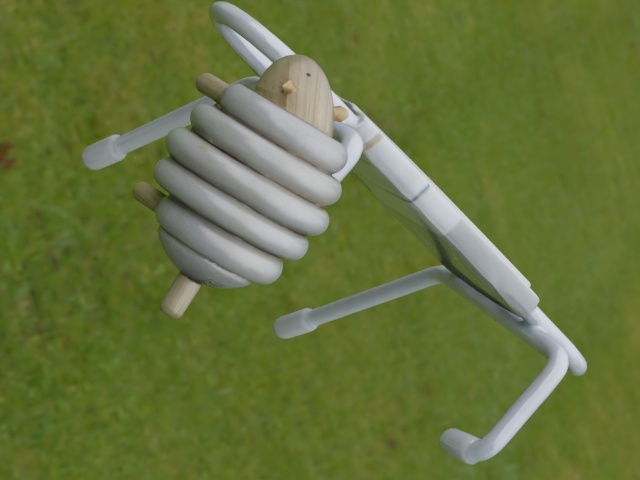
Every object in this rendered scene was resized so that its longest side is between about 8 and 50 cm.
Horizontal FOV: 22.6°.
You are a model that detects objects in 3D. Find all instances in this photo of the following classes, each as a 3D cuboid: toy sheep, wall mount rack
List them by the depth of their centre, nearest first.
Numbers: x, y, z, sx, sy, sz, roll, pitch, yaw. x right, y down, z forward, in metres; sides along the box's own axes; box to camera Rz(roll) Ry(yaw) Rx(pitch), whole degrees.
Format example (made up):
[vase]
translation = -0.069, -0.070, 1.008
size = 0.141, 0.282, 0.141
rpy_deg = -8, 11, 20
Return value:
[toy sheep]
translation = -0.036, -0.024, 0.719
size = 0.091, 0.132, 0.091
rpy_deg = 27, 6, -3
[wall mount rack]
translation = 0.000, 0.000, 1.022
size = 0.350, 0.130, 0.304
rpy_deg = 44, -5, -27
